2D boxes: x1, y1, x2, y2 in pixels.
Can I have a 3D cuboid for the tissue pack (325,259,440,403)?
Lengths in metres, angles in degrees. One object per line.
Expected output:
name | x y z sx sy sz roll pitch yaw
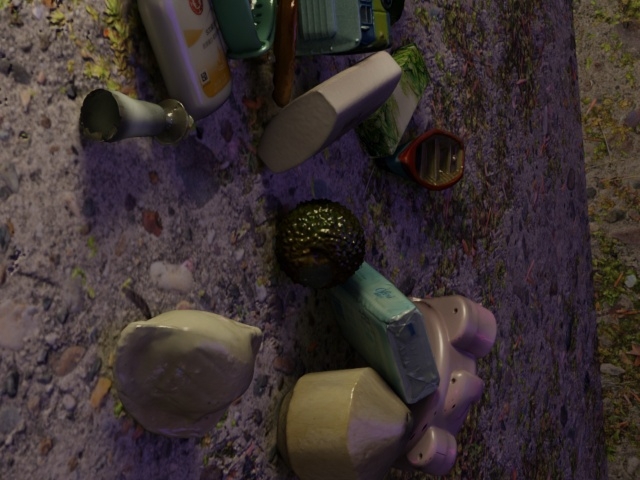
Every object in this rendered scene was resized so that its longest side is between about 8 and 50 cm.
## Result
tissue pack | 0.104 0.146 1.738 0.089 0.263 0.177 -27 119 -15

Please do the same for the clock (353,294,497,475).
clock | 0.169 0.265 1.819 0.113 0.295 0.322 27 66 -32

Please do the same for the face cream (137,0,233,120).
face cream | -0.199 -0.319 1.376 0.144 0.070 0.291 -59 138 -55

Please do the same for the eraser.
eraser | 0.018 -0.220 1.675 0.095 0.174 0.270 50 36 -2

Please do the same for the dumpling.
dumpling | -0.183 0.185 1.356 0.252 0.131 0.179 12 102 -51

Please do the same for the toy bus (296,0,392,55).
toy bus | 0.023 -0.478 1.704 0.190 0.151 0.313 -21 108 -62

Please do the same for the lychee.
lychee | 0.000 0.000 1.662 0.171 0.171 0.171 2 88 -61

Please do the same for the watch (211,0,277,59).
watch | -0.118 -0.384 1.484 0.195 0.068 0.237 63 21 -59

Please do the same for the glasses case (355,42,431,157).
glasses case | 0.148 -0.288 2.020 0.095 0.062 0.272 61 39 -31

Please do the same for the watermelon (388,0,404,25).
watermelon | 0.124 -0.586 1.979 0.129 0.123 0.301 -146 -127 -86

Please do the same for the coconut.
coconut | 0.049 0.314 1.660 0.202 0.221 0.202 22 65 -60

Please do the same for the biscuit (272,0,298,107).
biscuit | -0.058 -0.326 1.596 0.144 0.033 0.224 -124 -143 -79

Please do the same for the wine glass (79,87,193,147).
wine glass | -0.239 -0.159 1.301 0.155 0.072 0.072 -6 94 -62

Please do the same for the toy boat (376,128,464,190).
toy boat | 0.226 -0.174 2.141 0.392 0.079 0.136 -10 100 -62
